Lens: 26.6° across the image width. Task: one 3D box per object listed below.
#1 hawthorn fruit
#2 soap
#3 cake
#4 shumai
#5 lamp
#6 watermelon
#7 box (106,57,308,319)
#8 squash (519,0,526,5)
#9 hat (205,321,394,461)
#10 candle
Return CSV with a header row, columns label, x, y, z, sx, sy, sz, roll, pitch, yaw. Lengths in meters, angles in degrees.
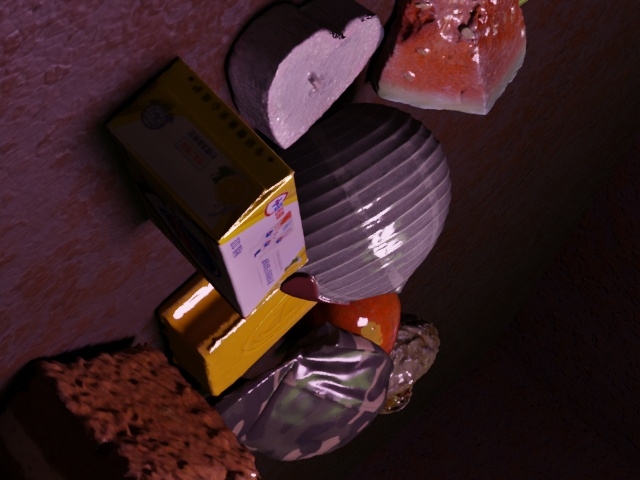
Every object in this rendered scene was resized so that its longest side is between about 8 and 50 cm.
label,x,y,z,sx,sy,sz,roll,pitch,yaw
hawthorn fruit,0.040,0.123,2.122,0.189,0.189,0.189,-43,164,-15
soap,-0.063,0.051,1.807,0.324,0.096,0.204,-43,164,-16
cake,-0.257,0.305,1.594,0.290,0.282,0.256,-52,156,18
shumai,0.067,0.178,2.296,0.189,0.218,0.256,-61,-171,-10
lamp,0.034,-0.038,1.595,0.265,0.233,0.233,-37,162,-42
watermelon,0.167,-0.271,1.636,0.193,0.140,0.256,-49,159,-27
box,-0.104,-0.042,1.340,0.097,0.168,0.265,-41,166,-11
squash,0.258,-0.326,1.871,0.089,0.027,0.027,-38,163,-12
hat,-0.093,0.288,1.951,0.381,0.257,0.366,-58,-170,-26
candle,-0.024,-0.174,1.405,0.192,0.068,0.168,-25,150,-51
